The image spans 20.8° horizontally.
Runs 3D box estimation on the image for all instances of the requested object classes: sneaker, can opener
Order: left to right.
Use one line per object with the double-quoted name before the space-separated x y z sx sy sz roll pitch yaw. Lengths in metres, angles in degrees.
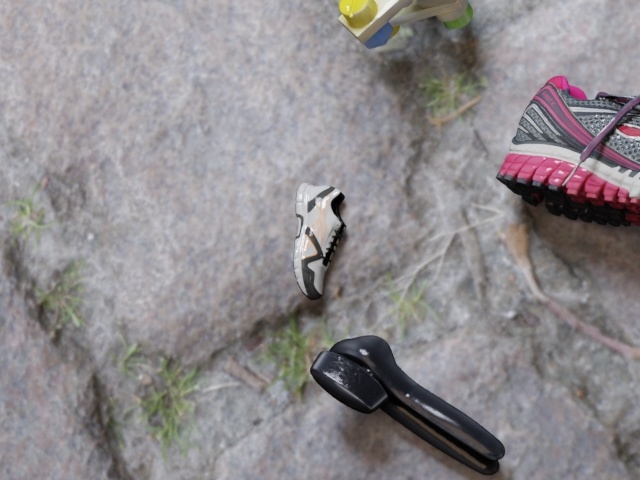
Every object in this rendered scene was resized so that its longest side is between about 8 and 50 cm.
"sneaker" 0.000 0.000 1.581 0.044 0.040 0.109 -1 81 14
"can opener" 0.079 0.147 1.529 0.186 0.059 0.073 33 64 9
"sneaker" 0.285 -0.067 1.440 0.299 0.121 0.112 16 80 35

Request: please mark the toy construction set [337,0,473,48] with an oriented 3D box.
"toy construction set" 0.162 -0.293 1.524 0.328 0.151 0.215 -14 53 6
